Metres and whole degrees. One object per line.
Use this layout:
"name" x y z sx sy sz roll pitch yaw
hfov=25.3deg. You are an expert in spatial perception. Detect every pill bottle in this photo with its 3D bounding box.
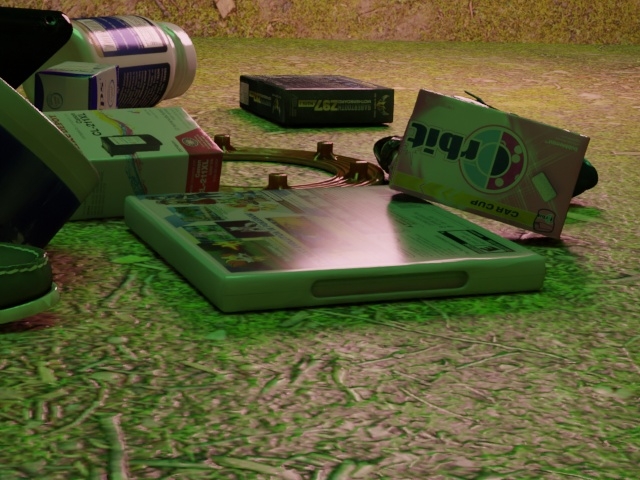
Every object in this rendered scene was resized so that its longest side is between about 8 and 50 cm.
"pill bottle" -0.319 -0.268 2.186 0.153 0.153 0.264 10 15 32

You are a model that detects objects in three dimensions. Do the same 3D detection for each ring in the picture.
"ring" -0.088 -0.093 1.732 0.336 0.032 0.336 1 12 0

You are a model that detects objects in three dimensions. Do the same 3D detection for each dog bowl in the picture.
"dog bowl" -0.325 -0.095 1.226 0.265 0.104 0.265 36 -10 7

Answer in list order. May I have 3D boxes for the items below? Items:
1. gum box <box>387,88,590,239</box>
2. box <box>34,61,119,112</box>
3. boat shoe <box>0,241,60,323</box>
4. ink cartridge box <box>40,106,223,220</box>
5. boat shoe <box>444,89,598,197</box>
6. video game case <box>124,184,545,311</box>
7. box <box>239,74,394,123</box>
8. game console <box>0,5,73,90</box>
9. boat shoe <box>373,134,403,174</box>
"gum box" 0.168 -0.081 1.447 0.188 0.107 0.062 17 7 7
"box" -0.295 -0.147 1.726 0.072 0.126 0.137 5 14 5
"boat shoe" -0.354 0.011 1.103 0.305 0.091 0.109 3 13 5
"ink cartridge box" -0.210 -0.084 1.522 0.175 0.072 0.127 -5 31 -29
"boat shoe" 0.224 -0.100 1.713 0.089 0.109 0.258 1 27 -37
"video game case" 0.000 0.000 1.336 0.300 0.036 0.329 -3 15 -21
"box" -0.009 -0.225 2.252 0.183 0.059 0.232 -3 13 -21
"game console" -0.522 -0.183 1.621 0.386 0.060 0.342 -4 -14 -43
"boat shoe" 0.094 -0.097 1.706 0.049 0.056 0.152 26 -1 -12
